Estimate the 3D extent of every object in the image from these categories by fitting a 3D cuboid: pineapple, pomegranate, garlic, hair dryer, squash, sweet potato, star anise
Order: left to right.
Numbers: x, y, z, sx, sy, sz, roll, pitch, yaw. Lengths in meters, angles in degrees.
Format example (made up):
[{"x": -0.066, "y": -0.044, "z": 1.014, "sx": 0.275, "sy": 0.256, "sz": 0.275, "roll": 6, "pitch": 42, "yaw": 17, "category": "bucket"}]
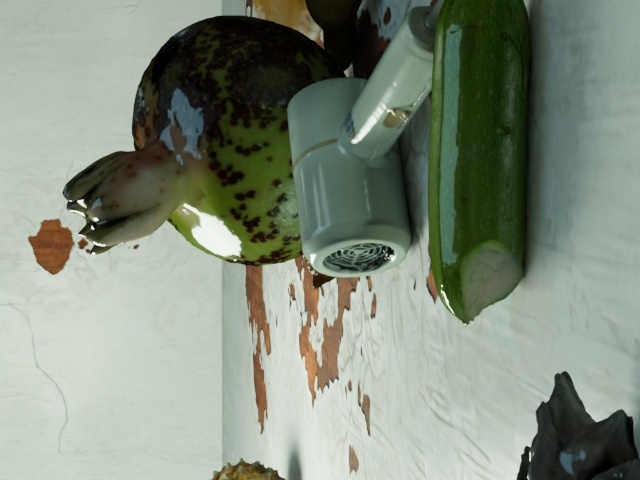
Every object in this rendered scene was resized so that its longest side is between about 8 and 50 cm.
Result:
[{"x": -0.126, "y": -0.095, "z": 1.231, "sx": 0.285, "sy": 0.340, "sz": 0.285, "roll": 35, "pitch": 138, "yaw": 40, "category": "pomegranate"}, {"x": -0.116, "y": 0.419, "z": 1.749, "sx": 0.193, "sy": 0.166, "sz": 0.166, "roll": 54, "pitch": -147, "yaw": -77, "category": "pineapple"}, {"x": -0.042, "y": -0.306, "z": 1.453, "sx": 0.115, "sy": 0.128, "sz": 0.207, "roll": 2, "pitch": 101, "yaw": 38, "category": "garlic"}, {"x": 0.027, "y": -0.304, "z": 1.173, "sx": 0.108, "sy": 0.079, "sz": 0.346, "roll": -60, "pitch": -17, "yaw": -47, "category": "sweet potato"}, {"x": 0.060, "y": -0.113, "z": 0.966, "sx": 0.357, "sy": 0.107, "sz": 0.173, "roll": 121, "pitch": 145, "yaw": -59, "category": "hair dryer"}, {"x": 0.107, "y": -0.059, "z": 0.754, "sx": 0.069, "sy": 0.069, "sz": 0.239, "roll": -141, "pitch": 51, "yaw": -77, "category": "squash"}, {"x": 0.140, "y": 0.173, "z": 0.591, "sx": 0.195, "sy": 0.065, "sz": 0.182, "roll": -149, "pitch": 58, "yaw": -73, "category": "star anise"}]

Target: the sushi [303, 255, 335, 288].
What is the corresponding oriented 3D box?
[{"x": -0.001, "y": 0.002, "z": 1.363, "sx": 0.061, "sy": 0.060, "sz": 0.118, "roll": 115, "pitch": 152, "yaw": -56, "category": "sushi"}]
